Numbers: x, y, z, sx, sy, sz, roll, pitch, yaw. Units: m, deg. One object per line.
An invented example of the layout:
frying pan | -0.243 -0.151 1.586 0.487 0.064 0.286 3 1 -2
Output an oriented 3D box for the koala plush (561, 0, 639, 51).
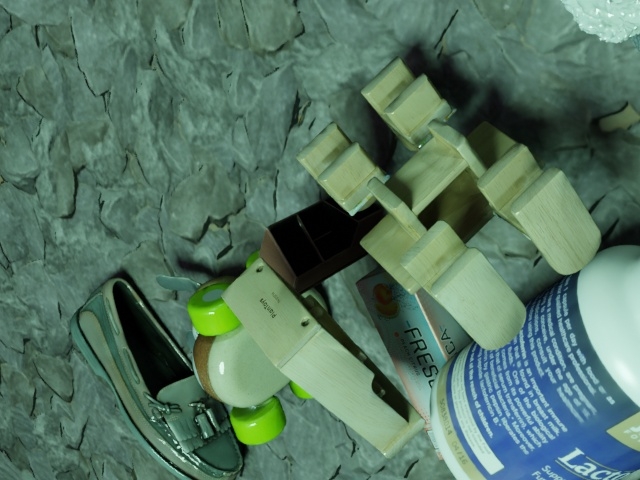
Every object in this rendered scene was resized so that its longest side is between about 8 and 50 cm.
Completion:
koala plush | 0.270 -0.125 0.609 0.221 0.196 0.203 38 138 45

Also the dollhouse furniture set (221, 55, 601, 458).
dollhouse furniture set | 0.073 0.022 0.818 0.161 0.242 0.212 45 -179 -42

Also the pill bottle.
pill bottle | 0.217 0.097 0.800 0.153 0.153 0.264 51 131 7

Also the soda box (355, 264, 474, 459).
soda box | 0.105 0.100 0.946 0.058 0.063 0.183 -21 97 38

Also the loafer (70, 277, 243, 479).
loafer | -0.176 0.157 1.168 0.267 0.096 0.084 47 125 13

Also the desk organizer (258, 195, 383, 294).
desk organizer | 0.000 0.000 0.935 0.047 0.130 0.050 32 124 22

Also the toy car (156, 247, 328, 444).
toy car | -0.098 0.088 1.054 0.188 0.149 0.155 11 127 46
